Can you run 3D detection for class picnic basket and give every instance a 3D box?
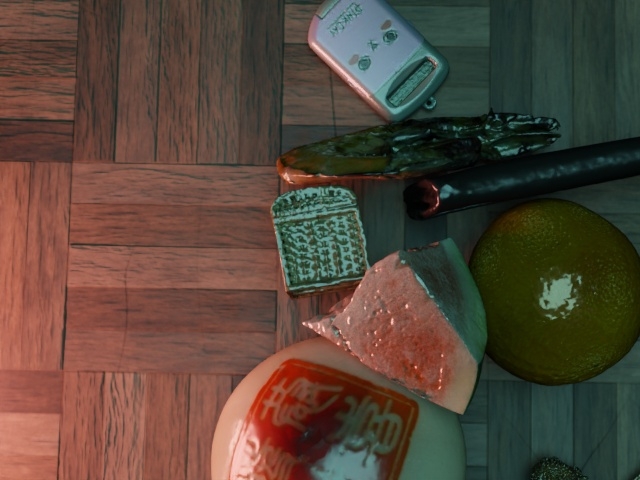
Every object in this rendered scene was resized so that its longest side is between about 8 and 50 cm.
[{"bbox_3d":[0.000,0.000,1.728,0.134,0.196,0.154,-9,83,0],"label":"picnic basket"}]

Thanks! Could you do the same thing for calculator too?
[{"bbox_3d":[0.094,-0.296,1.834,0.141,0.045,0.246,-44,86,-3],"label":"calculator"}]

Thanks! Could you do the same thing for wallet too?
[{"bbox_3d":[0.336,-0.096,1.698,0.406,0.228,0.062,-11,89,-7],"label":"wallet"}]

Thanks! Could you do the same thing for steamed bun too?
[{"bbox_3d":[0.019,0.304,1.634,0.374,0.241,0.374,-4,67,9],"label":"steamed bun"}]

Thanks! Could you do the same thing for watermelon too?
[{"bbox_3d":[0.124,0.115,1.603,0.232,0.310,0.193,36,120,-21],"label":"watermelon"}]

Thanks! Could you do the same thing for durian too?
[{"bbox_3d":[0.360,0.363,1.742,0.091,0.080,0.080,-15,83,28],"label":"durian"}]

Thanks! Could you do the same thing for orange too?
[{"bbox_3d":[0.340,0.074,1.683,0.274,0.274,0.274,0,84,1],"label":"orange"}]

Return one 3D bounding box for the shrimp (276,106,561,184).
[{"bbox_3d":[0.157,-0.137,1.716,0.445,0.272,0.085,-9,102,-9],"label":"shrimp"}]

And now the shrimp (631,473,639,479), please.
[{"bbox_3d":[0.553,0.378,1.763,0.236,0.053,0.133,-33,105,-6],"label":"shrimp"}]
